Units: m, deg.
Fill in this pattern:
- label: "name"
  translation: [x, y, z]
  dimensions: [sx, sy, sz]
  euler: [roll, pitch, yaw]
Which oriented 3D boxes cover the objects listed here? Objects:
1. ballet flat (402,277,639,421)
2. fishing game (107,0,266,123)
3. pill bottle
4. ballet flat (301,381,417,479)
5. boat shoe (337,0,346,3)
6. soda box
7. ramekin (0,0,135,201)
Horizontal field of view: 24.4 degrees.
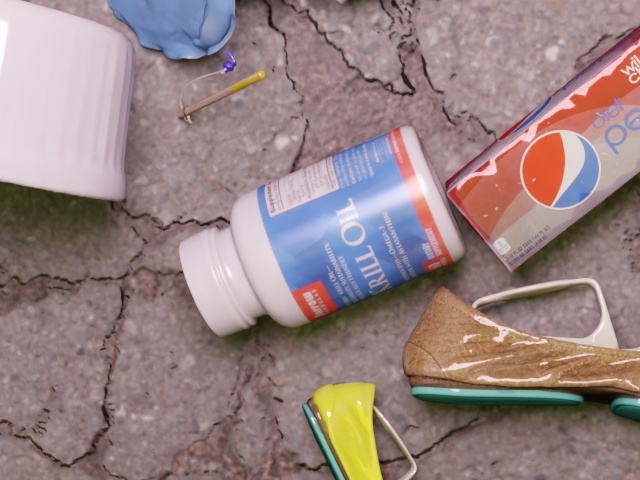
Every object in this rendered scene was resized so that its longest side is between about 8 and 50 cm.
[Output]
- label: "ballet flat"
  translation: [0.244, 0.097, 1.263]
  dimensions: [0.342, 0.116, 0.124]
  euler: [8, 79, 7]
- label: "fishing game"
  translation: [-0.127, -0.238, 1.225]
  dimensions: [0.041, 0.189, 0.264]
  euler: [-31, 94, -36]
- label: "pill bottle"
  translation: [0.000, 0.000, 1.247]
  dimensions: [0.221, 0.124, 0.124]
  euler: [-24, 95, 8]
- label: "ballet flat"
  translation: [0.055, 0.231, 1.304]
  dimensions: [0.077, 0.077, 0.231]
  euler: [-20, 94, -10]
- label: "boat shoe"
  translation: [0.021, -0.241, 1.229]
  dimensions: [0.267, 0.096, 0.088]
  euler: [-6, 101, 6]
- label: "soda box"
  translation: [0.232, -0.092, 1.237]
  dimensions: [0.263, 0.083, 0.092]
  euler: [-38, 94, 8]
- label: "ramekin"
  translation: [-0.280, -0.123, 1.183]
  dimensions: [0.277, 0.277, 0.135]
  euler: [12, 92, 3]
